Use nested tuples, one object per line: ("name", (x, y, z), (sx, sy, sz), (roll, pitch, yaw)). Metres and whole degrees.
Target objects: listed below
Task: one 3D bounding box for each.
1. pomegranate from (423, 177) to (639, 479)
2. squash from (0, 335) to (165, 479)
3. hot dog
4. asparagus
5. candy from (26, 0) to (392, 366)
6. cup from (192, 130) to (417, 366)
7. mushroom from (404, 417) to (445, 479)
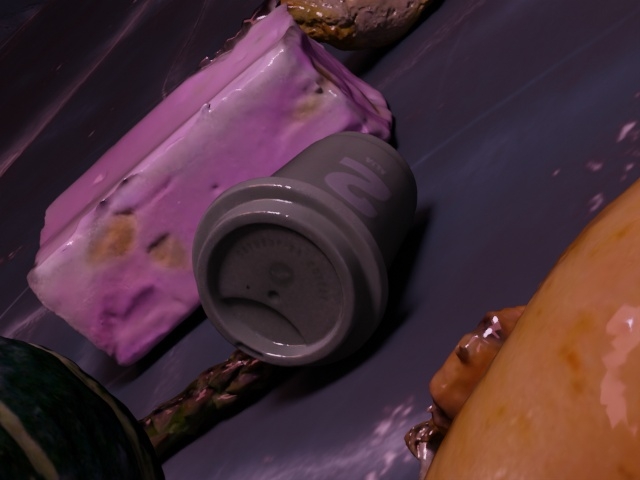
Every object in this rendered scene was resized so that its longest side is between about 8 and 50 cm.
("pomegranate", (0.125, 0.085, 0.448), (0.248, 0.248, 0.248), (-39, 18, 16))
("squash", (-0.197, 0.168, 0.999), (0.252, 0.165, 0.252), (-40, -17, -15))
("hot dog", (0.041, -0.183, 1.509), (0.169, 0.061, 0.078), (-21, 22, -12))
("asparagus", (-0.072, 0.099, 1.183), (0.165, 0.030, 0.036), (-35, 11, 28))
("candy", (-0.083, -0.044, 1.382), (0.265, 0.116, 0.155), (-41, 19, 11))
("cup", (0.000, 0.000, 1.134), (0.120, 0.120, 0.141), (-33, 7, 33))
("mushroom", (0.072, 0.137, 0.805), (0.026, 0.028, 0.286), (-3, 18, -8))
